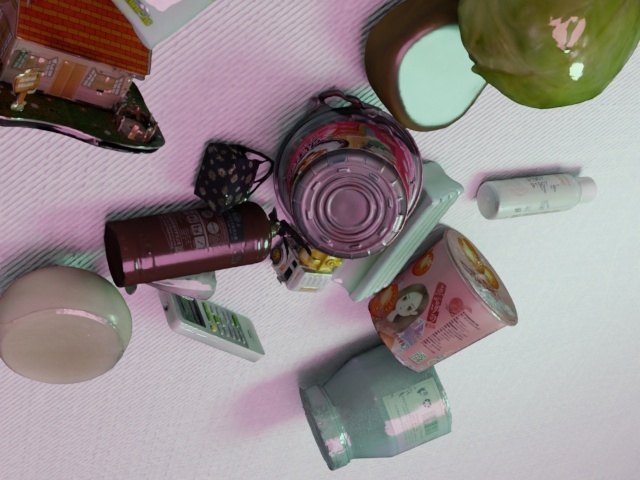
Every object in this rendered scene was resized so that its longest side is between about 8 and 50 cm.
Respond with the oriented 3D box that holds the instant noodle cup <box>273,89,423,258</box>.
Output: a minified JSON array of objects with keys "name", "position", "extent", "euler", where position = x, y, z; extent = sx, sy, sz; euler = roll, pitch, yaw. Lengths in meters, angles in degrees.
[{"name":"instant noodle cup","position":[0.047,-0.080,1.590],"extent":[0.258,0.181,0.302],"euler":[-22,109,9]}]

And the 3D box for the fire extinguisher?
[{"name":"fire extinguisher","position":[-0.191,0.006,1.674],"extent":[0.337,0.135,0.114],"euler":[-11,151,-23]}]

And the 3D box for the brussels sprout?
[{"name":"brussels sprout","position":[0.350,-0.351,1.429],"extent":[0.328,0.247,0.328],"euler":[-32,131,-45]}]

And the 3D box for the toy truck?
[{"name":"toy truck","position":[0.000,0.000,1.798],"extent":[0.098,0.114,0.227],"euler":[6,130,-37]}]

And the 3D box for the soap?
[{"name":"soap","position":[0.143,-0.017,1.848],"extent":[0.265,0.087,0.160],"euler":[-54,165,28]}]

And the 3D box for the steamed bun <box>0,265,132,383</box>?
[{"name":"steamed bun","position":[-0.435,0.129,1.643],"extent":[0.232,0.145,0.231],"euler":[-6,136,-6]}]

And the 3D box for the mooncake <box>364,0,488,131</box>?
[{"name":"mooncake","position":[0.175,-0.298,1.577],"extent":[0.235,0.117,0.234],"euler":[-15,137,-15]}]

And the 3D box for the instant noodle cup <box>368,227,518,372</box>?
[{"name":"instant noodle cup","position":[0.249,0.136,2.022],"extent":[0.231,0.243,0.243],"euler":[-38,141,21]}]

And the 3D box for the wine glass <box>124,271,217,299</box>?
[{"name":"wine glass","position":[-0.271,0.071,1.745],"extent":[0.155,0.073,0.073],"euler":[2,132,-32]}]

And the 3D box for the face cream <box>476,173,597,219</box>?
[{"name":"face cream","position":[0.453,-0.094,2.004],"extent":[0.269,0.082,0.082],"euler":[-8,137,-26]}]

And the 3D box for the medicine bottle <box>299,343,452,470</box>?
[{"name":"medicine bottle","position":[0.117,0.370,2.181],"extent":[0.290,0.245,0.245],"euler":[-20,141,-8]}]

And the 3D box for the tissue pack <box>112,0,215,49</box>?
[{"name":"tissue pack","position":[-0.139,-0.456,1.142],"extent":[0.388,0.162,0.287],"euler":[-35,124,7]}]

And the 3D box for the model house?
[{"name":"model house","position":[-0.322,-0.245,1.262],"extent":[0.294,0.207,0.154],"euler":[10,124,-39]}]

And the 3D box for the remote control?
[{"name":"remote control","position":[-0.205,0.161,1.860],"extent":[0.034,0.103,0.250],"euler":[-41,139,18]}]

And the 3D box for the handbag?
[{"name":"handbag","position":[-0.130,-0.111,1.638],"extent":[0.139,0.072,0.115],"euler":[-14,137,-40]}]
